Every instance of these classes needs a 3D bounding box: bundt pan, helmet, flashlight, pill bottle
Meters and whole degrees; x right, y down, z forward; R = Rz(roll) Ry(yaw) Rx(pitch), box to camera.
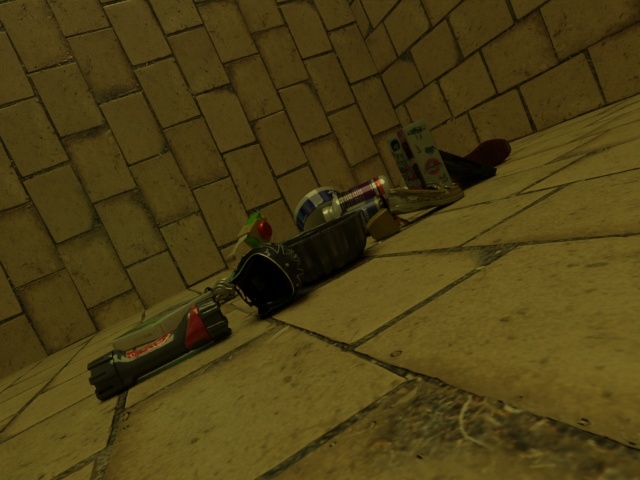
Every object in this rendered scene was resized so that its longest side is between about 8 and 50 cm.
[{"bbox_3d":[-0.009,0.033,1.289,0.330,0.124,0.331,-25,5,2],"label":"bundt pan"},{"bbox_3d":[-0.120,0.084,1.074,0.161,0.169,0.169,-41,6,-3],"label":"helmet"},{"bbox_3d":[-0.358,0.231,1.010,0.303,0.103,0.103,-25,6,-11],"label":"flashlight"},{"bbox_3d":[0.178,-0.153,2.020,0.322,0.182,0.181,-23,5,10],"label":"pill bottle"},{"bbox_3d":[0.151,-0.075,1.676,0.219,0.123,0.123,-24,5,16],"label":"pill bottle"}]

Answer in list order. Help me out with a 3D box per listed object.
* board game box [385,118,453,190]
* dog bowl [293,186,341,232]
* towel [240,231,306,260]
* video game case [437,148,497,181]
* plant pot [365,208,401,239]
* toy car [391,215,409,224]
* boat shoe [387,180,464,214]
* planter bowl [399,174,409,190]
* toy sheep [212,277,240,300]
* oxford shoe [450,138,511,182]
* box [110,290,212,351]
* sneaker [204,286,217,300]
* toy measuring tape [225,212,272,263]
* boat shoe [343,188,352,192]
[{"bbox_3d":[0.380,-0.286,1.723,0.097,0.304,0.224,-27,5,-5],"label":"board game box"},{"bbox_3d":[0.009,-0.126,2.187,0.264,0.104,0.265,-23,-37,-19],"label":"dog bowl"},{"bbox_3d":[-0.169,0.063,1.786,0.235,0.121,0.283,-27,5,-31],"label":"towel"},{"bbox_3d":[0.531,-0.297,1.820,0.248,0.035,0.275,16,0,-7],"label":"video game case"},{"bbox_3d":[0.192,-0.044,1.429,0.083,0.082,0.081,-37,5,0],"label":"plant pot"},{"bbox_3d":[0.265,-0.055,1.522,0.040,0.060,0.122,18,14,-16],"label":"toy car"},{"bbox_3d":[0.358,-0.153,1.506,0.285,0.090,0.104,-15,5,-23],"label":"boat shoe"},{"bbox_3d":[0.425,-0.242,2.049,0.109,0.162,0.162,-54,14,-17],"label":"planter bowl"},{"bbox_3d":[-0.351,0.180,1.655,0.091,0.091,0.132,-23,10,19],"label":"toy sheep"},{"bbox_3d":[0.711,-0.365,2.065,0.348,0.123,0.130,-25,-1,-13],"label":"oxford shoe"},{"bbox_3d":[-0.566,0.295,1.651,0.232,0.059,0.322,-22,4,26],"label":"box"},{"bbox_3d":[-0.444,0.216,1.824,0.061,0.065,0.157,-28,6,-35],"label":"sneaker"},{"bbox_3d":[-0.261,0.010,1.720,0.121,0.121,0.330,-22,27,27],"label":"toy measuring tape"},{"bbox_3d":[0.190,-0.212,2.129,0.169,0.063,0.059,4,9,8],"label":"boat shoe"}]
